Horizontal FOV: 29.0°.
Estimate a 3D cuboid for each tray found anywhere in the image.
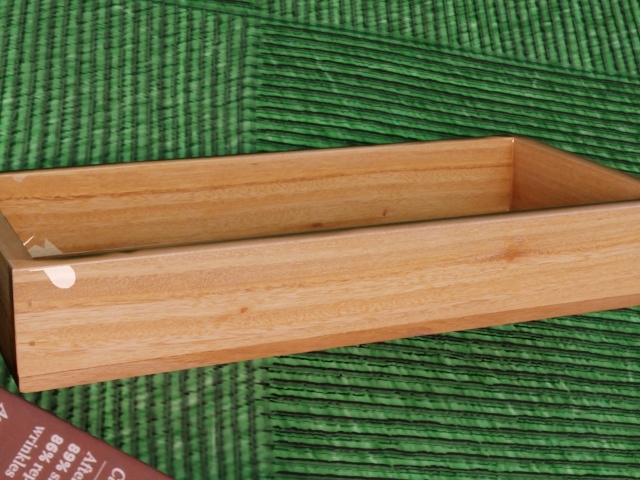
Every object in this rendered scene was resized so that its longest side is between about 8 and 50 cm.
[{"bbox_3d":[0.000,0.000,0.770,0.411,0.076,0.203,-7,19,-22],"label":"tray"}]

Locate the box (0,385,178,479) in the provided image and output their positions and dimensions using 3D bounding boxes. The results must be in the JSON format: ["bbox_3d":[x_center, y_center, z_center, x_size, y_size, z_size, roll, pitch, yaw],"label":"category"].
[{"bbox_3d":[-0.107,0.223,0.608,0.381,0.143,0.191,28,52,2],"label":"box"}]
